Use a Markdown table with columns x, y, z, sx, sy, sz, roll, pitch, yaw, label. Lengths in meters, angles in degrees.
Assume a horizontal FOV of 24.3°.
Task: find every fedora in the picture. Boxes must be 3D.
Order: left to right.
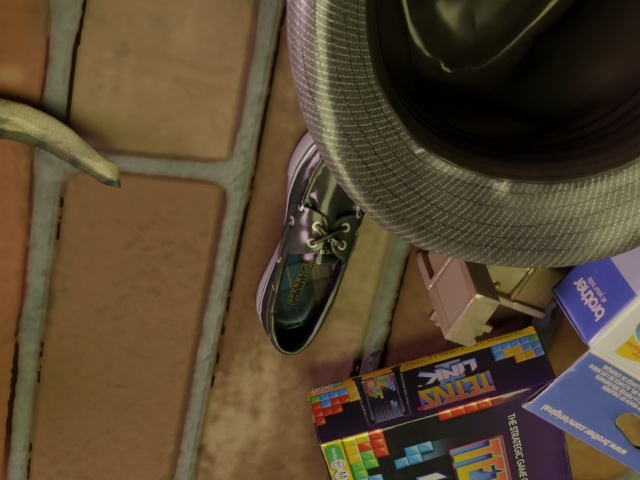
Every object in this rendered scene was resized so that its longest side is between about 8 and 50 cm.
| x | y | z | sx | sy | sz | roll | pitch | yaw | label |
| --- | --- | --- | --- | --- | --- | --- | --- | --- | --- |
| 0.096 | -0.138 | 0.678 | 0.243 | 0.124 | 0.276 | 1 | 116 | -14 | fedora |

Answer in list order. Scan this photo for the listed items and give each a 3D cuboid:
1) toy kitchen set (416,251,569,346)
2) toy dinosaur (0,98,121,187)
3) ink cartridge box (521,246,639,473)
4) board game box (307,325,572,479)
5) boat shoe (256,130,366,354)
| x | y | z | sx | sy | sz | roll | pitch | yaw | label |
| --- | --- | --- | --- | --- | --- | --- | --- | --- | --- |
| 0.094 | 0.044 | 0.835 | 0.083 | 0.075 | 0.068 | 20 | 120 | -23 | toy kitchen set |
| -0.232 | -0.069 | 0.707 | 0.268 | 0.064 | 0.118 | -4 | 132 | -11 | toy dinosaur |
| 0.264 | 0.006 | 0.830 | 0.185 | 0.065 | 0.311 | 29 | 110 | -36 | ink cartridge box |
| 0.079 | 0.142 | 0.905 | 0.141 | 0.048 | 0.170 | -16 | 133 | 2 | board game box |
| 0.000 | 0.000 | 0.807 | 0.049 | 0.040 | 0.142 | 8 | 123 | -16 | boat shoe |
